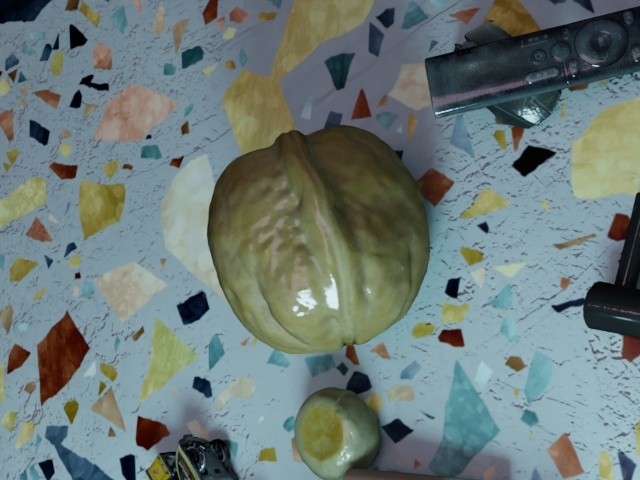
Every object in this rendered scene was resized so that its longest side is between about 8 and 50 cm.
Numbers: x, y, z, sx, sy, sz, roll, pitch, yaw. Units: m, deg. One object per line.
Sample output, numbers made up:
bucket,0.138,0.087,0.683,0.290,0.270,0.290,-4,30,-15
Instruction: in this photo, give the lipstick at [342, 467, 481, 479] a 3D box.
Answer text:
lipstick,0.161,0.400,1.782,0.254,0.070,0.070,1,80,23

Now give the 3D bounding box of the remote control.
remote control,0.353,-0.280,1.779,0.377,0.044,0.107,-12,74,13

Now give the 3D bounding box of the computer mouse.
computer mouse,0.294,-0.273,1.861,0.126,0.071,0.231,-51,58,13

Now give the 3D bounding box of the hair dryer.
hair dryer,0.480,0.023,1.696,0.114,0.070,0.248,11,77,35

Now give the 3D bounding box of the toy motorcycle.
toy motorcycle,-0.192,0.458,2.012,0.157,0.091,0.263,-53,56,22

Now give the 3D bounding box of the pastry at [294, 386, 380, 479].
pastry,0.023,0.323,1.900,0.156,0.092,0.156,-9,74,37

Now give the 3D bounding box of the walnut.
walnut,0.000,0.000,1.845,0.381,0.381,0.381,-7,76,31
